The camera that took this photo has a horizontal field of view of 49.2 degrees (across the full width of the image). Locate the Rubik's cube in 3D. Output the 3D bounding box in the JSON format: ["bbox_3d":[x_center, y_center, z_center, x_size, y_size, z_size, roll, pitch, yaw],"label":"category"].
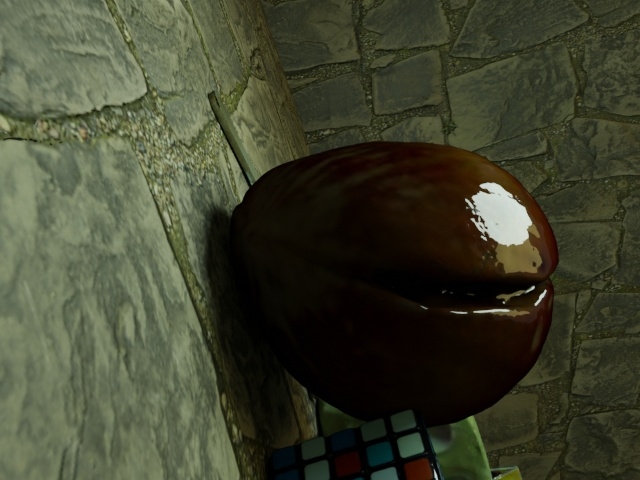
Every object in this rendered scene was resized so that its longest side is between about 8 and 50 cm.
[{"bbox_3d":[0.059,0.323,0.748,0.184,0.182,0.187,-99,169,-55],"label":"Rubik's cube"}]

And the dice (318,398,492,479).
[{"bbox_3d":[0.146,0.346,1.241,0.254,0.252,0.249,-92,165,-79],"label":"dice"}]

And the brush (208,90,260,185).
[{"bbox_3d":[-0.128,-0.125,1.247,0.085,0.020,0.336,-101,171,-50],"label":"brush"}]

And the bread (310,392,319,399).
[{"bbox_3d":[-0.011,0.226,1.187,0.047,0.036,0.083,83,-10,-70],"label":"bread"}]

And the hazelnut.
[{"bbox_3d":[0.085,0.059,0.917,0.429,0.402,0.402,30,-31,47],"label":"hazelnut"}]

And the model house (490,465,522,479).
[{"bbox_3d":[0.279,0.556,1.525,0.340,0.324,0.300,6,67,-85],"label":"model house"}]
